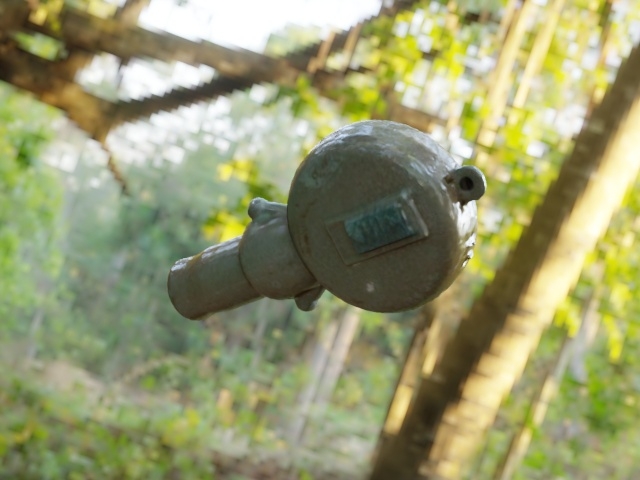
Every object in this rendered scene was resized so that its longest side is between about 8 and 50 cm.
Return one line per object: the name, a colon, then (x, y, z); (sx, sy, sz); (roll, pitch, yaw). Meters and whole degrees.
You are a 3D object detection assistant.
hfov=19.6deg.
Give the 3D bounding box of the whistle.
whistle: (0.000, 0.000, 1.036); (0.220, 0.107, 0.057); (-20, 12, 37)
